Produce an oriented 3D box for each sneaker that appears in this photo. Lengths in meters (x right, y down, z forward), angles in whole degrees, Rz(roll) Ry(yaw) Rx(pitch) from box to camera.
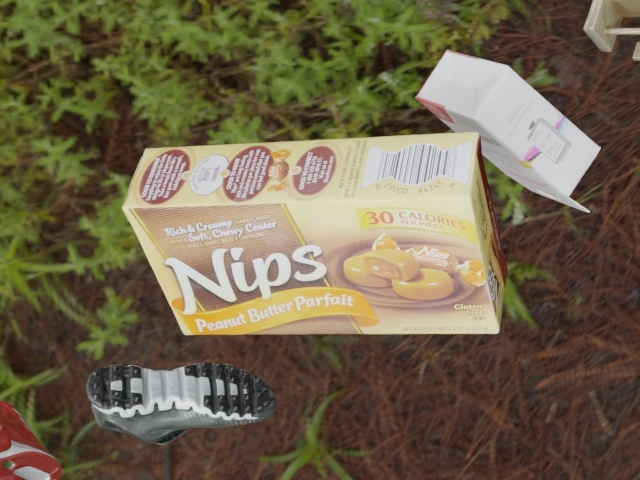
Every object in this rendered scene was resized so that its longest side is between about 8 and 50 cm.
[{"bbox_3d":[-0.439,0.245,1.569,0.087,0.221,0.128,-46,42,-8],"label":"sneaker"},{"bbox_3d":[-0.175,0.206,1.518,0.234,0.078,0.106,3,141,-13],"label":"sneaker"}]

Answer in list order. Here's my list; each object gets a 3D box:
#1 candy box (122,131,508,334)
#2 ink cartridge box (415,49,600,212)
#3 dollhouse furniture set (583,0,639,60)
[{"bbox_3d":[0.000,0.000,1.120,0.316,0.088,0.183,-1,136,17],"label":"candy box"},{"bbox_3d":[0.209,-0.113,1.286,0.067,0.198,0.115,-56,33,-1],"label":"ink cartridge box"},{"bbox_3d":[0.337,-0.192,0.979,0.183,0.129,0.129,10,73,42],"label":"dollhouse furniture set"}]
